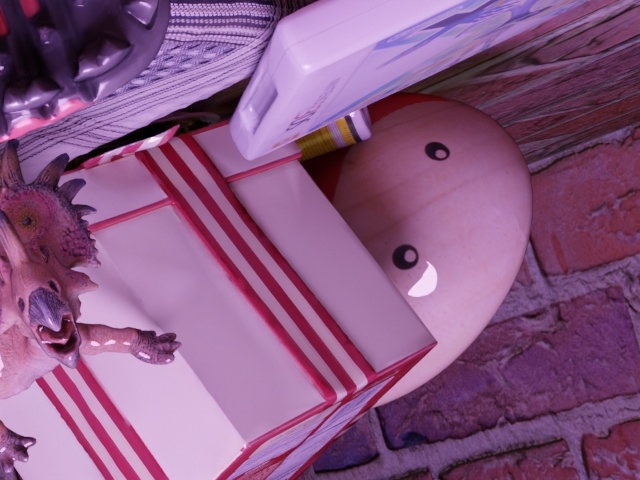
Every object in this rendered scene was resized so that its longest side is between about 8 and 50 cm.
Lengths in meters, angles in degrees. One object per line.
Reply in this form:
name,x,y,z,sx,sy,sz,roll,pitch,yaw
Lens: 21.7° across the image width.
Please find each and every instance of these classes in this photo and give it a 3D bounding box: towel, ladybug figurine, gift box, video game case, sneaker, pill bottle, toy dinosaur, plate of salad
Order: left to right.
sneaker,-0.185,-0.069,0.709,0.276,0.097,0.135,-16,177,12
toy dinosaur,-0.217,0.025,0.993,0.296,0.200,0.127,8,-131,30
towel,-0.188,-0.077,0.936,0.324,0.056,0.312,-18,177,28
plate of salad,-0.173,-0.061,1.337,0.200,0.048,0.200,-18,176,-1
gift box,-0.093,0.050,1.209,0.255,0.258,0.276,-21,158,-52
pill bottle,-0.021,-0.097,1.375,0.116,0.065,0.065,-19,177,9
ladybug figurine,0.000,0.000,1.514,0.162,0.305,0.449,25,158,-30
video game case,0.108,-0.150,1.003,0.329,0.036,0.300,-26,178,-10
